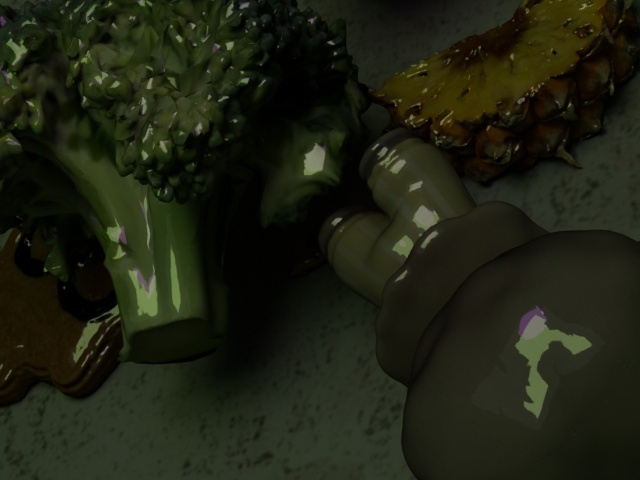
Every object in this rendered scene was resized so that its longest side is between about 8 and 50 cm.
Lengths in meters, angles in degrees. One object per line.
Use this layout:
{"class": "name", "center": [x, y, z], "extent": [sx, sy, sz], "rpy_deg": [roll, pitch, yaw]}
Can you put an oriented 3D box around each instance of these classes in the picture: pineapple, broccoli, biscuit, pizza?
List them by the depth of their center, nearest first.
{"class": "pineapple", "center": [0.153, -0.114, 1.362], "extent": [0.233, 0.079, 0.135], "rpy_deg": [-32, 50, 14]}
{"class": "broccoli", "center": [-0.131, -0.083, 1.372], "extent": [0.338, 0.277, 0.317], "rpy_deg": [-40, 63, 8]}
{"class": "pizza", "center": [0.000, 0.000, 1.435], "extent": [0.083, 0.016, 0.037], "rpy_deg": [-44, 40, 4]}
{"class": "biscuit", "center": [-0.215, 0.025, 1.553], "extent": [0.290, 0.041, 0.208], "rpy_deg": [-51, 45, -5]}

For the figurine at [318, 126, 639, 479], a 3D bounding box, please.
{"class": "figurine", "center": [0.130, 0.065, 1.174], "extent": [0.248, 0.203, 0.380], "rpy_deg": [-47, 45, 4]}
